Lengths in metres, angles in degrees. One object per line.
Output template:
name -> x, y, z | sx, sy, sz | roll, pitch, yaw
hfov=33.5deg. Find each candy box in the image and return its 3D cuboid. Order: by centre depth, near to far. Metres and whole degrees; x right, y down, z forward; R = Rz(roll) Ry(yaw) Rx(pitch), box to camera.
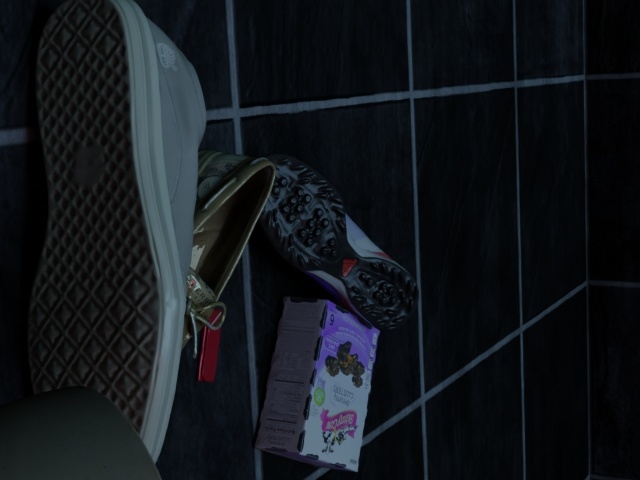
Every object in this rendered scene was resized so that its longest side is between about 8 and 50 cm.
candy box -> 0.000, 0.190, 1.381 | 0.165, 0.070, 0.196 | 34, 62, -57

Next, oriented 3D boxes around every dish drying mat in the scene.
dish drying mat -> -0.126, 0.120, 1.216 | 0.032, 0.008, 0.083 | 19, 75, -61

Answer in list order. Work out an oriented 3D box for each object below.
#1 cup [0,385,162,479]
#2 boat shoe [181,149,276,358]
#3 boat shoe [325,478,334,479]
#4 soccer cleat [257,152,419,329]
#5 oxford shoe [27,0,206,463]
cup -> -0.260, 0.278, 0.725 | 0.237, 0.331, 0.331 | -3, 95, -36
boat shoe -> -0.134, 0.021, 1.111 | 0.104, 0.089, 0.285 | 54, 47, -48
boat shoe -> 0.003, 0.382, 1.433 | 0.125, 0.038, 0.046 | -66, -174, -24
soccer cleat -> 0.000, 0.000, 1.362 | 0.108, 0.116, 0.318 | -52, 124, -7
oxford shoe -> -0.174, 0.001, 0.972 | 0.130, 0.169, 0.449 | 8, 80, -62
